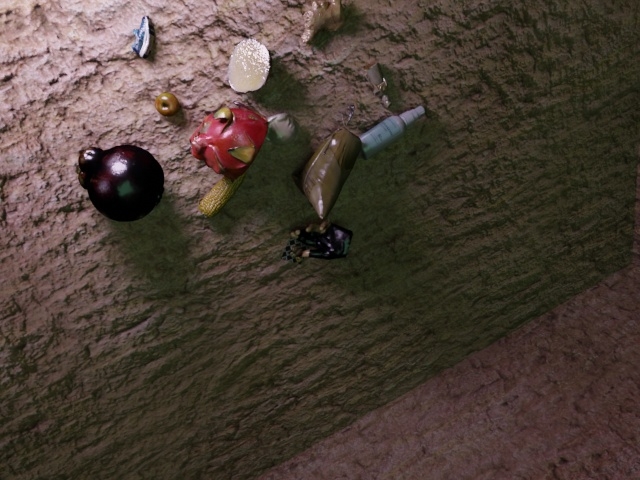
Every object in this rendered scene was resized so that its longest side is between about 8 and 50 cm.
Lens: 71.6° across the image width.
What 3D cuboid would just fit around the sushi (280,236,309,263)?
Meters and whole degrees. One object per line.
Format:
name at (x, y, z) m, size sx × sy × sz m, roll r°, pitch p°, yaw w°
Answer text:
sushi at (-0.119, 0.057, 2.201) m, size 0.120 × 0.026 × 0.126 m, roll 18°, pitch 107°, yaw -27°

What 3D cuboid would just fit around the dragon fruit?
dragon fruit at (-0.368, -0.401, 1.721) m, size 0.226 × 0.305 × 0.305 m, roll 27°, pitch 103°, yaw -28°

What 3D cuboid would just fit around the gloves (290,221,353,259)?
gloves at (0.003, 0.001, 2.150) m, size 0.301 × 0.152 × 0.197 m, roll 16°, pitch 88°, yaw -21°

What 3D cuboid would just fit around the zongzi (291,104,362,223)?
zongzi at (0.085, -0.323, 1.873) m, size 0.181 × 0.418 × 0.447 m, roll 29°, pitch 108°, yaw -27°

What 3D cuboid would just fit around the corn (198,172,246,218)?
corn at (-0.422, -0.207, 1.912) m, size 0.260 × 0.091 × 0.091 m, roll -48°, pitch 157°, yaw 6°

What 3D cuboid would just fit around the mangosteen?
mangosteen at (-0.741, -0.230, 1.661) m, size 0.297 × 0.297 × 0.313 m, roll -39°, pitch 112°, yaw 1°

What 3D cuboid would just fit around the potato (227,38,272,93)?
potato at (-0.256, -0.669, 1.730) m, size 0.182 × 0.117 × 0.202 m, roll 25°, pitch 111°, yaw 14°

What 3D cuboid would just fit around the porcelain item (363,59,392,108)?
porcelain item at (0.264, -0.680, 1.964) m, size 0.084 × 0.054 × 0.213 m, roll -34°, pitch 124°, yaw 0°

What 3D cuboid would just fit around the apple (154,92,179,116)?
apple at (-0.586, -0.519, 1.697) m, size 0.089 × 0.074 × 0.089 m, roll -8°, pitch 118°, yaw -15°

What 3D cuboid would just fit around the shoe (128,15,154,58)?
shoe at (-0.637, -0.729, 1.584) m, size 0.071 × 0.064 × 0.143 m, roll 16°, pitch 104°, yaw -8°

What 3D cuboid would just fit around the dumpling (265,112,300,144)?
dumpling at (-0.165, -0.472, 1.869) m, size 0.199 × 0.118 × 0.136 m, roll 0°, pitch 119°, yaw -45°

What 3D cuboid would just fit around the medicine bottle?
medicine bottle at (0.323, -0.508, 2.040) m, size 0.352 × 0.110 × 0.110 m, roll -34°, pitch 123°, yaw -3°

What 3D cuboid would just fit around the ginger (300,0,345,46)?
ginger at (-0.001, -0.874, 1.753) m, size 0.213 × 0.074 × 0.137 m, roll -28°, pitch 122°, yaw 1°
